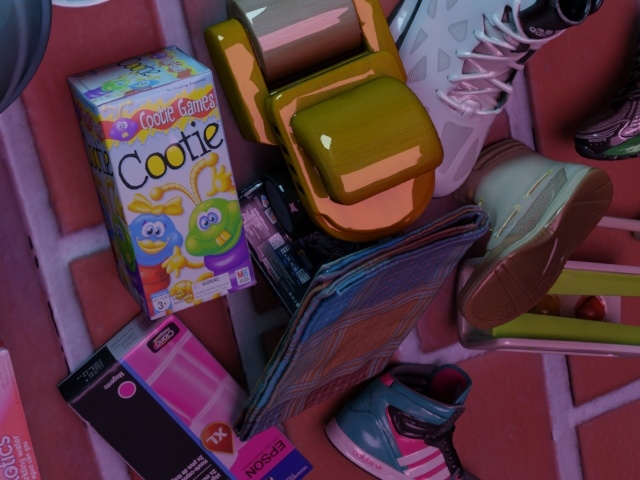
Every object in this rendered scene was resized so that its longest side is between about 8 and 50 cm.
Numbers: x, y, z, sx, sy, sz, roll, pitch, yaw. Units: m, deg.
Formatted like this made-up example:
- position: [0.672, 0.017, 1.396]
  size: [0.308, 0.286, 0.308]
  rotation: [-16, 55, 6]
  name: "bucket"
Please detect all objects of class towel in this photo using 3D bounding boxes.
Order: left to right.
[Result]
- position: [0.048, 0.109, 1.883]
  size: [0.271, 0.040, 0.370]
  rotation: [-22, 155, -34]
  name: "towel"

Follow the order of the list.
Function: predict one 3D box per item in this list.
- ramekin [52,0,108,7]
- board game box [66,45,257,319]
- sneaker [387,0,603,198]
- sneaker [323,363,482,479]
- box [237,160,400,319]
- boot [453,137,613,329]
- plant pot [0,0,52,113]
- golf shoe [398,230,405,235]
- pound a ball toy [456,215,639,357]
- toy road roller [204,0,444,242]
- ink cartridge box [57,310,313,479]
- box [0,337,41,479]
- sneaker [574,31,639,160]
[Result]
- position: [-0.284, -0.369, 1.667]
  size: [0.207, 0.109, 0.207]
  rotation: [-9, 113, -22]
  name: "ramekin"
- position: [-0.189, -0.071, 1.803]
  size: [0.142, 0.144, 0.275]
  rotation: [-19, 115, -17]
  name: "board game box"
- position: [0.202, -0.241, 1.852]
  size: [0.169, 0.257, 0.447]
  rotation: [3, 108, -26]
  name: "sneaker"
- position: [0.167, 0.267, 2.112]
  size: [0.295, 0.124, 0.178]
  rotation: [31, 104, -29]
  name: "sneaker"
- position: [0.000, 0.000, 1.930]
  size: [0.175, 0.051, 0.220]
  rotation: [-35, 99, -9]
  name: "box"
- position: [0.232, -0.016, 1.981]
  size: [0.262, 0.203, 0.095]
  rotation: [-50, 128, -8]
  name: "boot"
- position: [-0.450, -0.181, 1.472]
  size: [0.341, 0.334, 0.341]
  rotation: [-1, 118, -3]
  name: "plant pot"
- position: [0.066, 0.069, 2.016]
  size: [0.186, 0.067, 0.086]
  rotation: [-49, 120, -1]
  name: "golf shoe"
- position: [0.351, 0.058, 2.127]
  size: [0.319, 0.136, 0.208]
  rotation: [4, 82, -26]
  name: "pound a ball toy"
- position: [0.023, -0.159, 1.774]
  size: [0.202, 0.240, 0.329]
  rotation: [-24, 100, -13]
  name: "toy road roller"
- position: [-0.162, 0.259, 1.990]
  size: [0.176, 0.069, 0.371]
  rotation: [-42, 123, -5]
  name: "ink cartridge box"
- position: [-0.424, 0.251, 1.811]
  size: [0.142, 0.154, 0.300]
  rotation: [-17, 116, -18]
  name: "box"
- position: [0.462, -0.238, 2.062]
  size: [0.343, 0.134, 0.146]
  rotation: [-45, 114, -14]
  name: "sneaker"
